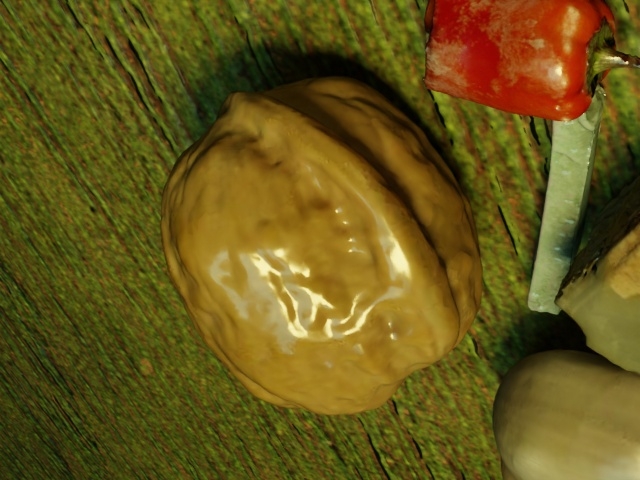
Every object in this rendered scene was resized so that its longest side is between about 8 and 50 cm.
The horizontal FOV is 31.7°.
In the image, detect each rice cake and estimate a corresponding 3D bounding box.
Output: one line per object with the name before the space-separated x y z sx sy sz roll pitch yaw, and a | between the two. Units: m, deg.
rice cake | 0.179 -0.028 0.833 0.034 0.043 0.211 15 138 16

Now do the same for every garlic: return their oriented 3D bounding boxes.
garlic | 0.257 0.190 0.899 0.325 0.132 0.279 9 146 38

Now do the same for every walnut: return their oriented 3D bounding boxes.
walnut | 0.000 0.000 0.844 0.257 0.224 0.257 45 159 23

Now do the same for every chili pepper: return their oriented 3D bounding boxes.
chili pepper | 0.150 -0.123 0.729 0.192 0.084 0.086 16 170 25

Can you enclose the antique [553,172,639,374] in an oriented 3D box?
antique | 0.317 0.062 0.761 0.284 0.125 0.150 36 143 0
